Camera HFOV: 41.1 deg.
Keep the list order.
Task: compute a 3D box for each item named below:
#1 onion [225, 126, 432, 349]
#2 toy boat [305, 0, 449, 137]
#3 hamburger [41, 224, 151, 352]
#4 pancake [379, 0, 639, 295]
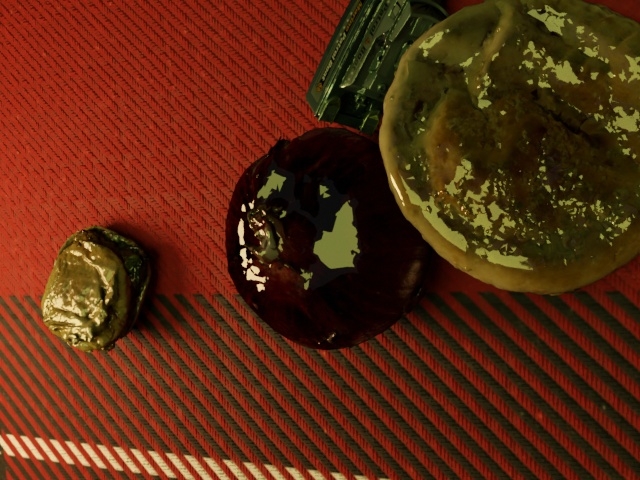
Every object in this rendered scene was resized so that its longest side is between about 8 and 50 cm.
[{"bbox_3d":[0.000,0.000,1.149,0.314,0.232,0.313,3,97,28],"label":"onion"},{"bbox_3d":[0.092,-0.278,1.124,0.122,0.114,0.296,50,119,39],"label":"toy boat"},{"bbox_3d":[-0.380,0.084,1.465,0.183,0.130,0.206,19,86,26],"label":"hamburger"},{"bbox_3d":[0.256,-0.126,1.021,0.387,0.082,0.386,-1,82,9],"label":"pancake"}]
